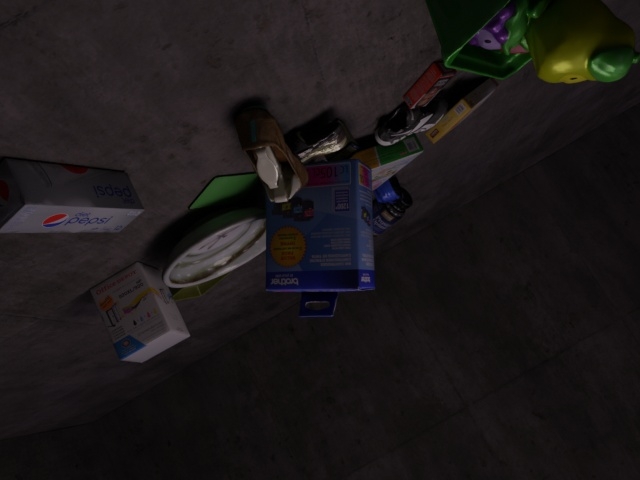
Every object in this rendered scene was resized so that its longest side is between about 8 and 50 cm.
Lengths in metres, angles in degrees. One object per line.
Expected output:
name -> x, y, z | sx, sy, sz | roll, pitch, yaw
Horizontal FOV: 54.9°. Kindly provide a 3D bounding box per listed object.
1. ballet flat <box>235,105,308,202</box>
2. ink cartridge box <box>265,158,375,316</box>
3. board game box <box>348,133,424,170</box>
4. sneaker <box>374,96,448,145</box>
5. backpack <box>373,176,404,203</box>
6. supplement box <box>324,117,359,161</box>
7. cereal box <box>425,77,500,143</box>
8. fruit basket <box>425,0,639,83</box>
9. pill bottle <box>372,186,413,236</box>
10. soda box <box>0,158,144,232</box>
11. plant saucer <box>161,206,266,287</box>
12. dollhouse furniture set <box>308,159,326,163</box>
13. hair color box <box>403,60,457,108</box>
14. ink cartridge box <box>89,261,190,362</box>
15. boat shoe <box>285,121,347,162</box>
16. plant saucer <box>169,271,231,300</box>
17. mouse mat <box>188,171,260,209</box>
ballet flat -> -0.103, -0.164, 1.404 | 0.116, 0.124, 0.342 | -9, 155, 8
ink cartridge box -> 0.000, 0.000, 1.632 | 0.269, 0.396, 0.151 | -3, 176, 22
board game box -> 0.143, -0.212, 1.944 | 0.242, 0.064, 0.316 | -22, 172, -31
sneaker -> 0.266, -0.351, 1.758 | 0.234, 0.078, 0.106 | -27, 169, -4
backpack -> 0.248, -0.184, 2.290 | 0.101, 0.098, 0.120 | -30, 168, 16
supplement box -> 0.041, -0.258, 1.611 | 0.083, 0.083, 0.056 | -34, 166, 18
cereal box -> 0.436, -0.400, 1.883 | 0.240, 0.047, 0.173 | -39, 176, -44
fruit basket -> 0.439, -0.421, 1.262 | 0.283, 0.392, 0.392 | -39, 164, 34
pill bottle -> 0.266, -0.120, 2.505 | 0.219, 0.123, 0.122 | -40, 163, 36
soda box -> -0.473, -0.077, 1.156 | 0.091, 0.098, 0.286 | -34, 166, 23
plant saucer -> -0.293, -0.002, 1.805 | 0.400, 0.101, 0.400 | -29, 167, -7
dollhouse furniture set -> 0.041, -0.213, 1.780 | 0.114, 0.081, 0.091 | -34, 166, 15
hair color box -> 0.292, -0.417, 1.651 | 0.071, 0.043, 0.141 | -20, 164, -39
ink cartridge box -> -0.527, 0.212, 1.806 | 0.171, 0.233, 0.168 | -30, 165, 0
boat shoe -> -0.045, -0.241, 1.533 | 0.223, 0.080, 0.073 | -18, 137, 2
plant saucer -> -0.431, 0.143, 2.157 | 0.188, 0.045, 0.188 | -37, 164, 27
mouse mat -> -0.245, -0.133, 1.632 | 0.189, 0.007, 0.152 | -12, 158, -49
